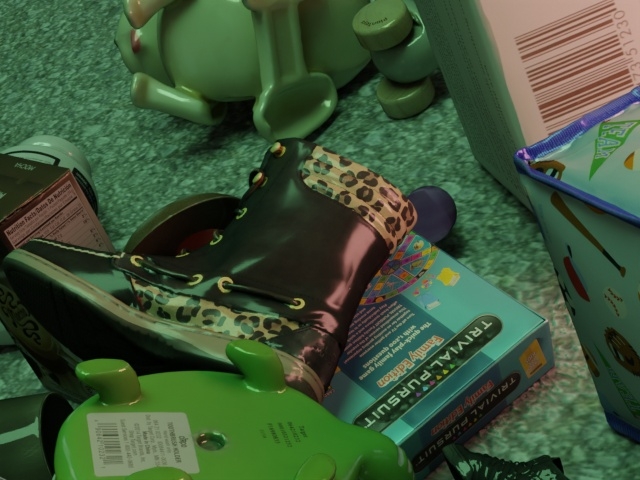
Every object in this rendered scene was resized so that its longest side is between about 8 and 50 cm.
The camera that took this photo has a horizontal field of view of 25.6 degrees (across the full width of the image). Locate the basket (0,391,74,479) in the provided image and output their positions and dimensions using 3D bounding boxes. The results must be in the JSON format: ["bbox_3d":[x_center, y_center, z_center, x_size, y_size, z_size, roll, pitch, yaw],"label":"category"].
[{"bbox_3d":[-0.389,0.257,1.580,0.227,0.154,0.204,-16,33,10],"label":"basket"}]

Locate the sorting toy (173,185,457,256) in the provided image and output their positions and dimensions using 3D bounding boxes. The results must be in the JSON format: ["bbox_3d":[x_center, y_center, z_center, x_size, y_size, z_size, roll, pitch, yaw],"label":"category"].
[{"bbox_3d":[0.000,0.000,1.755,0.366,0.127,0.126,-17,7,17],"label":"sorting toy"}]

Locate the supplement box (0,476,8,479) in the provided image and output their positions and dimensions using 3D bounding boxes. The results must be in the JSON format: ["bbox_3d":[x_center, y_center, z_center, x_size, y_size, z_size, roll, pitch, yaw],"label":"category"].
[{"bbox_3d":[-0.264,0.354,1.123,0.195,0.356,0.194,-41,34,-25],"label":"supplement box"}]

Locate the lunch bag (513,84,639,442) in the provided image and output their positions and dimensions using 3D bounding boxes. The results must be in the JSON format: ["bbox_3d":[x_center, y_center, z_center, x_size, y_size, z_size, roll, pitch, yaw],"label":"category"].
[{"bbox_3d":[0.384,0.058,1.139,0.239,0.327,0.385,-34,30,-11],"label":"lunch bag"}]

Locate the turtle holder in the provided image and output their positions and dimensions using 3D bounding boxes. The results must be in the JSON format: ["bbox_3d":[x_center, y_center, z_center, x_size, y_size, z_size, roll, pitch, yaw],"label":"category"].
[{"bbox_3d":[-0.082,0.232,1.245,0.320,0.227,0.243,-17,37,-41],"label":"turtle holder"}]

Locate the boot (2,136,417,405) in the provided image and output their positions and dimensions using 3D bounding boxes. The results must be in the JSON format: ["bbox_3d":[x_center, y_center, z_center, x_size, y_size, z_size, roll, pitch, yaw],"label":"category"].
[{"bbox_3d":[-0.109,0.018,1.459,0.377,0.138,0.284,18,55,26],"label":"boot"}]

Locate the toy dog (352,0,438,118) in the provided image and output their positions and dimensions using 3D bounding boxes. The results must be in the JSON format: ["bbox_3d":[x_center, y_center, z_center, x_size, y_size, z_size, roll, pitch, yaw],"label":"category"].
[{"bbox_3d":[0.147,-0.339,2.052,0.161,0.220,0.333,-11,61,16],"label":"toy dog"}]

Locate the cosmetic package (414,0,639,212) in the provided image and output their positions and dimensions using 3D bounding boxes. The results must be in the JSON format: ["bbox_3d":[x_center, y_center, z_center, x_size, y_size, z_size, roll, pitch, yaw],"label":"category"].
[{"bbox_3d":[0.310,-0.251,1.594,0.327,0.329,0.393,-24,19,-1],"label":"cosmetic package"}]

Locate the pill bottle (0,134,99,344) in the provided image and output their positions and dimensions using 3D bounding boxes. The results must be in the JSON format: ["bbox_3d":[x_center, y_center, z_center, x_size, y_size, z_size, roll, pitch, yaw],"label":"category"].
[{"bbox_3d":[-0.418,-0.013,1.980,0.182,0.181,0.323,-16,31,17],"label":"pill bottle"}]

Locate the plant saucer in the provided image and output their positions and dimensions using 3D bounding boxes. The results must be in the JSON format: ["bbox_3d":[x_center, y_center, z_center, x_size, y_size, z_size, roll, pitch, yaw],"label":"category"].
[{"bbox_3d":[-0.178,0.002,1.776,0.199,0.198,0.036,-32,66,-11],"label":"plant saucer"}]

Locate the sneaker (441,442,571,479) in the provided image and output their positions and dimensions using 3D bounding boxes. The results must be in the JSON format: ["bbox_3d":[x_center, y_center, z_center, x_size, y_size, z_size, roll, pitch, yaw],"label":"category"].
[{"bbox_3d":[0.187,0.226,1.296,0.089,0.051,0.170,-30,35,-8],"label":"sneaker"}]

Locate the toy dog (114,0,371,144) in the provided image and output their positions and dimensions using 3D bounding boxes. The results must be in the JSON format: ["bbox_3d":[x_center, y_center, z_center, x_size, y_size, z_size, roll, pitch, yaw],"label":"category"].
[{"bbox_3d":[-0.142,-0.334,2.186,0.408,0.284,0.395,6,30,42],"label":"toy dog"}]

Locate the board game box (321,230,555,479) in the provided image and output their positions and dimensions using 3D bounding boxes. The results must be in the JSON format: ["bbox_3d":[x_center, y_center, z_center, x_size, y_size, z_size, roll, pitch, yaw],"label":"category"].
[{"bbox_3d":[0.036,0.101,1.490,0.254,0.079,0.336,-37,48,-19],"label":"board game box"}]

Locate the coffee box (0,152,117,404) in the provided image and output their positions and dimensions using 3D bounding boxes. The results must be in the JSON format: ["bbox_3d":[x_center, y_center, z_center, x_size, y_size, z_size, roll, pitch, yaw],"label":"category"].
[{"bbox_3d":[-0.319,0.053,1.688,0.168,0.297,0.119,13,47,47],"label":"coffee box"}]
